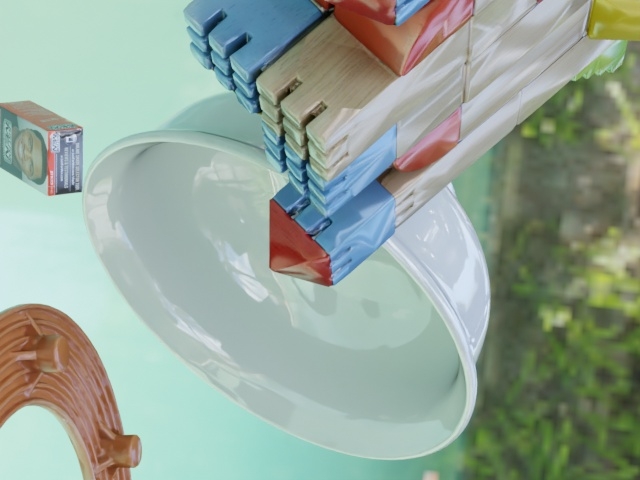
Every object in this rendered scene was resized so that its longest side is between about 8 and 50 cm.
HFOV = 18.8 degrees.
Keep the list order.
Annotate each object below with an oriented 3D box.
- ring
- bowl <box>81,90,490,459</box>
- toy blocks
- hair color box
[{"bbox_3d":[-0.157,0.203,1.106,0.336,0.032,0.336,-1,90,-75],"label":"ring"},{"bbox_3d":[0.000,0.000,1.281,0.134,0.298,0.298,-52,156,-31],"label":"bowl"},{"bbox_3d":[0.051,-0.128,0.975,0.261,0.191,0.381,-40,162,-14],"label":"toy blocks"},{"bbox_3d":[-0.296,-0.098,2.029,0.141,0.043,0.072,25,-62,54],"label":"hair color box"}]
